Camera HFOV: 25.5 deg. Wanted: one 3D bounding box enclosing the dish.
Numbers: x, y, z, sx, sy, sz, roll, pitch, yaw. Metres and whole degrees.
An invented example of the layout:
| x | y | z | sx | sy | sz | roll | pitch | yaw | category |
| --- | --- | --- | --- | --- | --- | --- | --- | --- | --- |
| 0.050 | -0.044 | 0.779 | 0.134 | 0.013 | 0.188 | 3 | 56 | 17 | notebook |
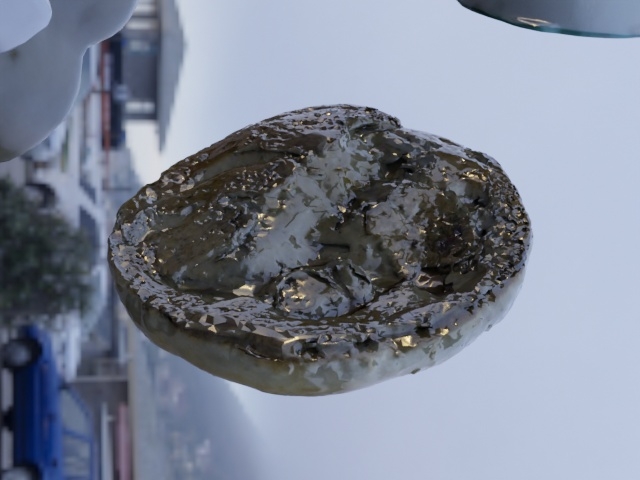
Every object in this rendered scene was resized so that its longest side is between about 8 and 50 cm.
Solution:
| x | y | z | sx | sy | sz | roll | pitch | yaw | category |
| --- | --- | --- | --- | --- | --- | --- | --- | --- | --- |
| 0.241 | -0.254 | 1.366 | 0.246 | 0.224 | 0.078 | -29 | 129 | -61 | dish |

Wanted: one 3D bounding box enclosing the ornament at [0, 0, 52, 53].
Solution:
| x | y | z | sx | sy | sz | roll | pitch | yaw | category |
| --- | --- | --- | --- | --- | --- | --- | --- | --- | --- |
| -0.258 | -0.142 | 0.390 | 0.240 | 0.239 | 0.239 | 58 | 0 | 42 | ornament |

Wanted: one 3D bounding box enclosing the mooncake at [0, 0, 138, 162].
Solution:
| x | y | z | sx | sy | sz | roll | pitch | yaw | category |
| --- | --- | --- | --- | --- | --- | --- | --- | --- | --- |
| -0.411 | -0.303 | 1.535 | 0.262 | 0.467 | 0.467 | 49 | 27 | -49 | mooncake |

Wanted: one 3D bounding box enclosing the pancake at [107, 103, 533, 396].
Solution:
| x | y | z | sx | sy | sz | roll | pitch | yaw | category |
| --- | --- | --- | --- | --- | --- | --- | --- | --- | --- |
| 0.000 | 0.001 | 1.249 | 0.387 | 0.387 | 0.082 | -102 | -171 | -51 | pancake |
